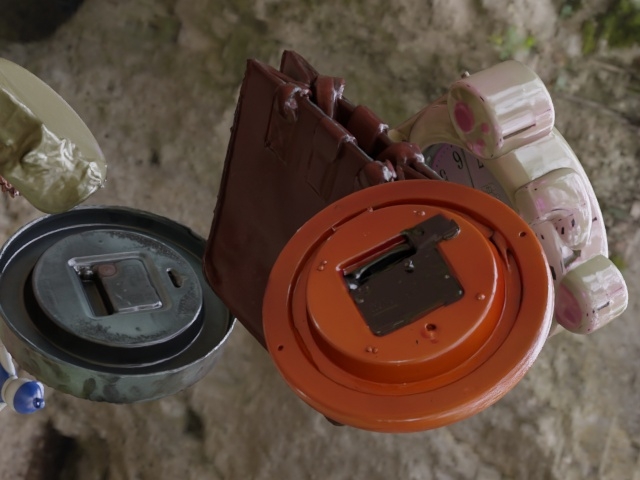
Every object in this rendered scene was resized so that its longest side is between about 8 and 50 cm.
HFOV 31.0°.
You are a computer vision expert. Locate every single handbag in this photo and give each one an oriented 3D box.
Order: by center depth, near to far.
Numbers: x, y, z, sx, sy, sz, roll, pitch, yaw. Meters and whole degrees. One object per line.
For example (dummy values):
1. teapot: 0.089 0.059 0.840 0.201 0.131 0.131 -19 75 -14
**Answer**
1. handbag: 0.001 0.000 1.053 0.260 0.084 0.275 45 -43 36

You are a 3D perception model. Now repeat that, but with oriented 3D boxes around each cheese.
1. cheese: -0.335 -0.125 1.272 0.091 0.202 0.175 -42 -148 10

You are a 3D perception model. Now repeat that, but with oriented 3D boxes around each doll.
1. doll: -0.401 0.186 1.469 0.057 0.143 0.099 3 102 -55

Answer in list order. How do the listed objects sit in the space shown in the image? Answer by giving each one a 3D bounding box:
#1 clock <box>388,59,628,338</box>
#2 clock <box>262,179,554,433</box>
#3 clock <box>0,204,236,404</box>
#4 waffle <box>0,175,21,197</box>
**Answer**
1. clock: 0.201 -0.026 1.316 0.309 0.114 0.284 64 -29 2
2. clock: 0.059 0.039 0.804 0.051 0.205 0.205 68 30 -51
3. clock: -0.258 0.074 1.452 0.313 0.312 0.061 -77 -176 -51
4. waffle: -0.401 -0.099 1.518 0.029 0.083 0.075 -7 -153 49
